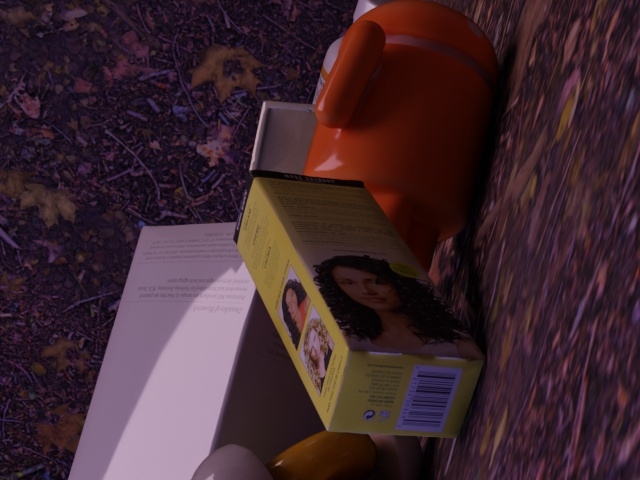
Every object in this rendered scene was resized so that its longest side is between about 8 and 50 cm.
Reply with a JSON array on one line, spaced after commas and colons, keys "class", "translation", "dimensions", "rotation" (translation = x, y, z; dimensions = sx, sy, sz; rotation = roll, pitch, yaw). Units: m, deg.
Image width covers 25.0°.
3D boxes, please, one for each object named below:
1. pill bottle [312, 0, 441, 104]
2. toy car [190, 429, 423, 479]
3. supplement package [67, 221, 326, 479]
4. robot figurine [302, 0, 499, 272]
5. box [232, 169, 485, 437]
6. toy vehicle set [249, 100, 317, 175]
[{"class": "pill bottle", "translation": [0.059, -0.132, 1.508], "dimensions": [0.136, 0.136, 0.246], "rotation": [-77, 3, -65]}, {"class": "toy car", "translation": [-0.012, 0.194, 0.914], "dimensions": [0.182, 0.159, 0.136], "rotation": [-47, 64, 50]}, {"class": "supplement package", "translation": [-0.065, 0.151, 1.113], "dimensions": [0.175, 0.177, 0.293], "rotation": [-2, 67, 47]}, {"class": "robot figurine", "translation": [0.060, -0.084, 1.060], "dimensions": [0.128, 0.158, 0.219], "rotation": [-31, 41, 62]}, {"class": "box", "translation": [0.016, 0.031, 0.884], "dimensions": [0.232, 0.087, 0.058], "rotation": [-123, 43, -57]}, {"class": "toy vehicle set", "translation": [0.000, 0.000, 1.412], "dimensions": [0.035, 0.166, 0.267], "rotation": [25, -105, -66]}]
